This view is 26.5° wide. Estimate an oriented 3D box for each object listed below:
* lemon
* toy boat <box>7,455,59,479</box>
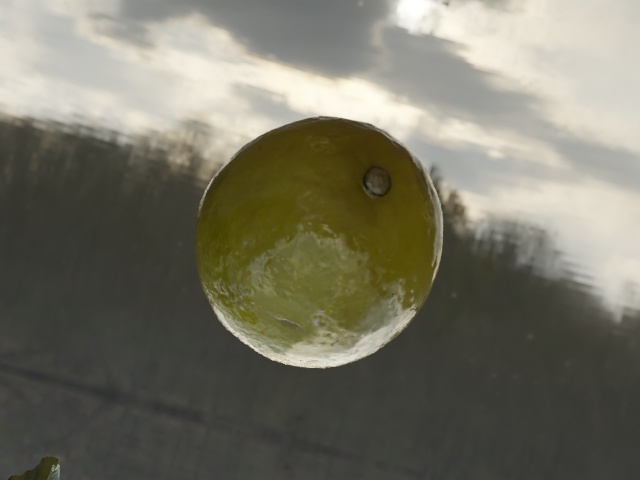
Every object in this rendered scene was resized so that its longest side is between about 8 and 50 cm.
[{"bbox_3d":[0.000,0.000,1.780,0.348,0.348,0.348,15,171,3],"label":"lemon"},{"bbox_3d":[-0.385,0.422,1.817,0.084,0.276,0.111,0,-152,-5],"label":"toy boat"}]
